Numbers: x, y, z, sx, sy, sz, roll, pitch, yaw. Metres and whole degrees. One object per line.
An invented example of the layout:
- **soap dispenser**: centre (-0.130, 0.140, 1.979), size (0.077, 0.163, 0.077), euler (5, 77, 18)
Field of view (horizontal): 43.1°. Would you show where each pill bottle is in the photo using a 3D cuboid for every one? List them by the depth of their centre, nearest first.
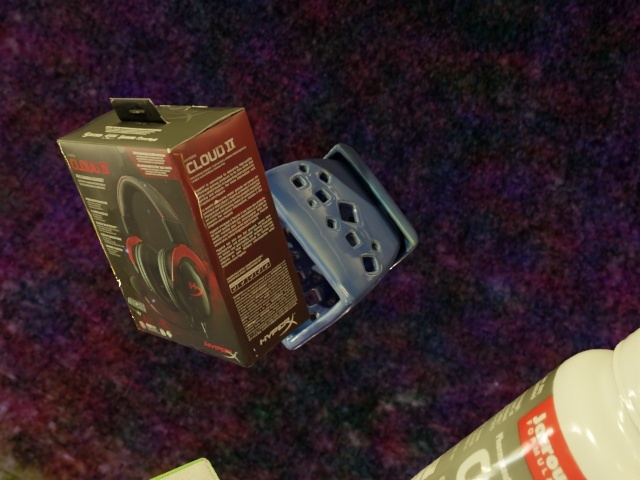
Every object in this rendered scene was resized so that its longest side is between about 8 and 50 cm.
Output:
- **pill bottle**: centre (0.196, 0.183, 0.602), size (0.161, 0.161, 0.283), euler (32, 125, -12)

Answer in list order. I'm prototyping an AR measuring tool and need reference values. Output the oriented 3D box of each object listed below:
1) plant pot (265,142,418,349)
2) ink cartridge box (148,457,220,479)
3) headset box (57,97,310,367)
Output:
- **plant pot**: centre (0.000, 0.000, 1.269), size (0.236, 0.212, 0.236), euler (53, 144, 6)
- **ink cartridge box**: centre (-0.231, 0.385, 0.909), size (0.114, 0.198, 0.273), euler (54, 131, 22)
- **headset box**: centre (-0.157, -0.025, 0.909), size (0.218, 0.110, 0.293), euler (11, 127, 42)
